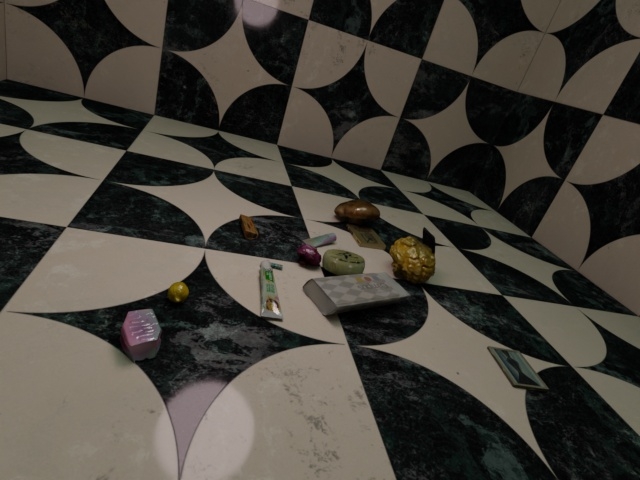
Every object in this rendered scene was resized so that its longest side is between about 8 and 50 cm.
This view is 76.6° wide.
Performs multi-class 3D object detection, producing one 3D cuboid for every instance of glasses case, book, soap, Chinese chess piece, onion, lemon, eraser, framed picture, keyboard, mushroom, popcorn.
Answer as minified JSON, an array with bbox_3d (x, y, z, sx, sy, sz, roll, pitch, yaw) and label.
[{"bbox_3d":[-0.340,-0.063,1.898,0.065,0.041,0.169,18,21,-28],"label":"glasses case"},{"bbox_3d":[0.249,-0.024,2.239,0.162,0.026,0.230,7,26,-22],"label":"book"},{"bbox_3d":[-0.491,0.257,1.108,0.100,0.056,0.149,-4,32,-36],"label":"soap"},{"bbox_3d":[0.102,0.096,1.781,0.189,0.083,0.188,11,15,-3],"label":"Chinese chess piece"},{"bbox_3d":[-0.052,0.070,1.766,0.115,0.115,0.104,31,71,26],"label":"onion"},{"bbox_3d":[-0.458,0.169,1.306,0.065,0.065,0.092,11,31,-16],"label":"lemon"},{"bbox_3d":[0.149,0.205,1.623,0.398,0.082,0.213,-1,32,-36],"label":"eraser"},{"bbox_3d":[0.741,0.481,1.533,0.150,0.015,0.203,12,25,-12],"label":"framed picture"},{"bbox_3d":[0.537,0.055,2.018,0.016,0.262,0.106,-22,42,-10],"label":"keyboard"},{"bbox_3d":[0.212,-0.166,2.343,0.279,0.145,0.278,8,5,-1],"label":"mushroom"},{"bbox_3d":[0.438,0.092,1.948,0.251,0.189,0.250,27,19,-10],"label":"popcorn"}]

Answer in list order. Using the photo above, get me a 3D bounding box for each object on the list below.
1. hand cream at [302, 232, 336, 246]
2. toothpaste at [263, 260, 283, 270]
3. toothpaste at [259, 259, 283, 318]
[{"bbox_3d":[0.000,0.000,2.006,0.175,0.047,0.076,-15,41,-37],"label":"hand cream"},{"bbox_3d":[-0.198,0.103,1.676,0.084,0.017,0.020,14,24,-9],"label":"toothpaste"},{"bbox_3d":[-0.193,0.178,1.494,0.058,0.055,0.314,-25,34,3],"label":"toothpaste"}]
